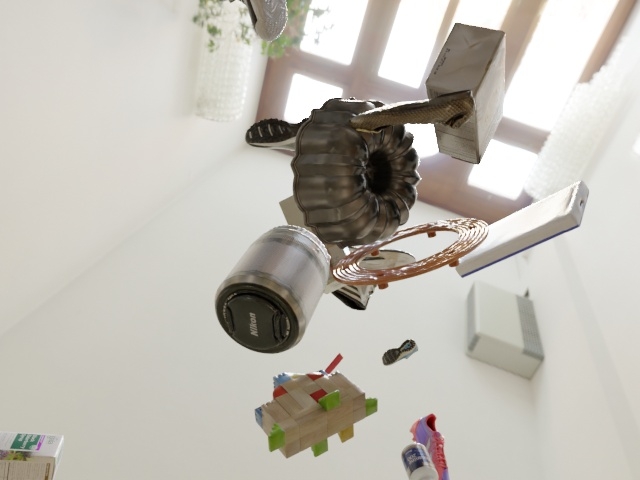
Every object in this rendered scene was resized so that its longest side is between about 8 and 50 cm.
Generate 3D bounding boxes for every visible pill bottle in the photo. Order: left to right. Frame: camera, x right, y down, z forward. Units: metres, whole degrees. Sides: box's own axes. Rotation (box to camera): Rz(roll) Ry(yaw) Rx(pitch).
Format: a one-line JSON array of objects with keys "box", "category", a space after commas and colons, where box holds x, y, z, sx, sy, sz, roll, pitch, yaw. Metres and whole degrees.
[{"box": [0.232, 0.534, 1.192, 0.066, 0.067, 0.120, 11, -163, -11], "category": "pill bottle"}]

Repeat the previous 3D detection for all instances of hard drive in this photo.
[{"box": [0.508, -0.025, 1.309, 0.040, 0.318, 0.210, 52, -137, -6], "category": "hard drive"}]

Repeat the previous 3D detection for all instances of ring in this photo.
[{"box": [0.187, 0.028, 1.088, 0.336, 0.032, 0.336, -18, -168, 4], "category": "ring"}]

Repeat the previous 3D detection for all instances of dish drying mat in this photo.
[{"box": [0.047, 0.435, 1.815, 0.083, 0.032, 0.008, -47, -144, -20], "category": "dish drying mat"}]

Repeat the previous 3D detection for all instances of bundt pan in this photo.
[{"box": [0.098, -0.143, 1.085, 0.330, 0.331, 0.124, -14, -167, -43], "category": "bundt pan"}]

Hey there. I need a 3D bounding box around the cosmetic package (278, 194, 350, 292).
[{"box": [0.000, 0.000, 1.577, 0.297, 0.129, 0.153, 65, -171, 15], "category": "cosmetic package"}]

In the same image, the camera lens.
[{"box": [-0.108, 0.114, 1.231, 0.219, 0.220, 0.274, 20, -145, 6], "category": "camera lens"}]

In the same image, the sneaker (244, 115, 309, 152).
[{"box": [-0.095, -0.307, 1.567, 0.271, 0.108, 0.100, -7, -121, -17], "category": "sneaker"}]

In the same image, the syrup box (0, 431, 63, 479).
[{"box": [-0.792, 0.552, 1.310, 0.236, 0.097, 0.093, 9, -167, -16], "category": "syrup box"}]

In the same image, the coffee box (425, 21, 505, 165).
[{"box": [0.286, -0.274, 0.999, 0.098, 0.141, 0.246, 23, 169, 25], "category": "coffee box"}]

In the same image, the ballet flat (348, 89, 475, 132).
[{"box": [0.150, -0.208, 0.884, 0.249, 0.058, 0.084, 1, -156, 44], "category": "ballet flat"}]

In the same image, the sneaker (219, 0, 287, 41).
[{"box": [-0.166, -0.541, 1.134, 0.153, 0.269, 0.101, -16, 168, 33], "category": "sneaker"}]

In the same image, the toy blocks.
[{"box": [-0.051, 0.504, 1.609, 0.381, 0.191, 0.260, -16, -156, -31], "category": "toy blocks"}]

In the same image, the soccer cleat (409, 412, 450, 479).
[{"box": [0.337, 0.625, 1.526, 0.083, 0.095, 0.248, 36, -163, -23], "category": "soccer cleat"}]

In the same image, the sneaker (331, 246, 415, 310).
[{"box": [0.212, 0.169, 2.178, 0.446, 0.258, 0.169, 4, 168, -27], "category": "sneaker"}]

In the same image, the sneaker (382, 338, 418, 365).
[{"box": [0.319, 0.456, 2.039, 0.073, 0.162, 0.064, 44, -159, -41], "category": "sneaker"}]
